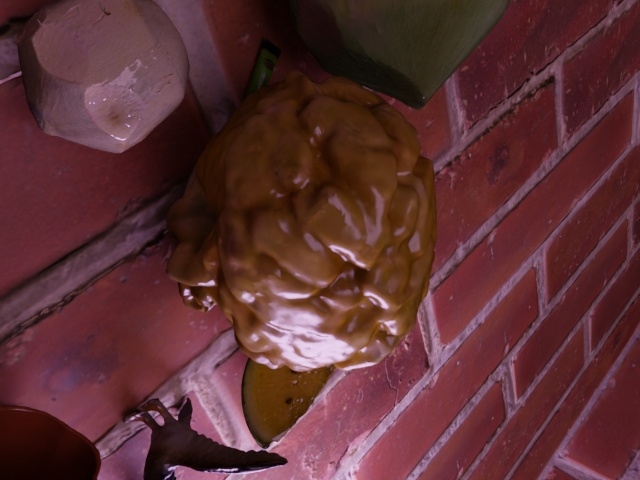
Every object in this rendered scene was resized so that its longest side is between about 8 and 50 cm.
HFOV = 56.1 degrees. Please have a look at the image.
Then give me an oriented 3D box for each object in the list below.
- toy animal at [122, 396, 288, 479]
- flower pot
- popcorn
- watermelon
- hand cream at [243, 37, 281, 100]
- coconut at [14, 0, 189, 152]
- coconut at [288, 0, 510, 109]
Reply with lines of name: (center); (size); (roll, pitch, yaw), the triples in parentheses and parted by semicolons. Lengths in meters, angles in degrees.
toy animal: (-0.221, 0.303, 0.821); (0.272, 0.160, 0.197); (-40, 152, 23)
flower pot: (-0.363, 0.306, 0.666); (0.190, 0.190, 0.173); (12, 109, -48)
popcorn: (-0.005, -0.017, 0.773); (0.354, 0.390, 0.344); (44, 52, -13)
watermelon: (-0.034, 0.201, 0.985); (0.301, 0.129, 0.123); (-48, 136, -29)
hand cream: (-0.088, -0.222, 0.848); (0.036, 0.023, 0.122); (24, 83, -48)
coconut: (-0.231, -0.173, 0.622); (0.162, 0.161, 0.161); (-41, 131, -25)
coconut: (0.097, -0.336, 0.806); (0.328, 0.281, 0.328); (48, 34, -49)
